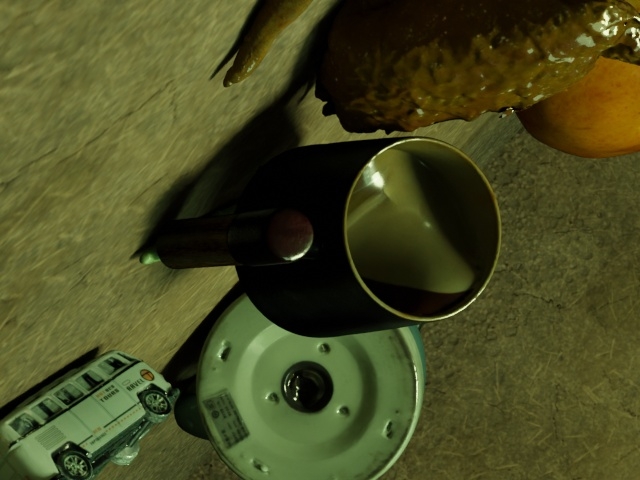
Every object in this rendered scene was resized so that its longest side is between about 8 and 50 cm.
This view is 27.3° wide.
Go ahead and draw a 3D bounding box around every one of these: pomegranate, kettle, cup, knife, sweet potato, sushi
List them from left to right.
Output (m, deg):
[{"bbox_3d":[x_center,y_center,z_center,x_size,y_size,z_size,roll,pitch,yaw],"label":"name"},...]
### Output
[{"bbox_3d":[-0.097,-0.009,1.096,0.030,0.014,0.207,-53,170,27],"label":"knife"},{"bbox_3d":[-0.028,-0.138,0.820,0.115,0.026,0.026,-48,173,37],"label":"sweet potato"},{"bbox_3d":[-0.028,0.152,1.578,0.319,0.247,0.342,-17,-176,8],"label":"kettle"},{"bbox_3d":[0.010,0.014,1.042,0.239,0.166,0.177,-30,-169,-25],"label":"cup"},{"bbox_3d":[0.120,-0.161,0.988,0.287,0.149,0.140,-12,150,13],"label":"sushi"},{"bbox_3d":[0.263,-0.203,1.229,0.264,0.264,0.264,-46,171,-9],"label":"pomegranate"}]

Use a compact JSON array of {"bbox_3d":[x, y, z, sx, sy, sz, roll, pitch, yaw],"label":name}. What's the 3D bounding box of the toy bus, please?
[{"bbox_3d":[-0.201,0.158,1.086,0.087,0.089,0.194,-51,170,35],"label":"toy bus"}]
